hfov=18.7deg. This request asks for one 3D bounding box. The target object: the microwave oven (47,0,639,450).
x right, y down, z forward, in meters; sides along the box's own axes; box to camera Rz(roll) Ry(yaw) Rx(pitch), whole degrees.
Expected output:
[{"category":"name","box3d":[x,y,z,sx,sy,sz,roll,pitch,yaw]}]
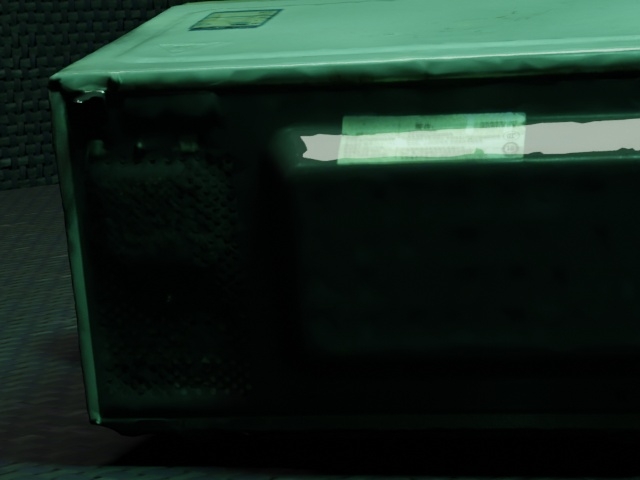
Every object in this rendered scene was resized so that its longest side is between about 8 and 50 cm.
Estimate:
[{"category":"microwave oven","box3d":[0.068,-0.015,1.050,0.355,0.218,0.286,-2,16,12]}]
